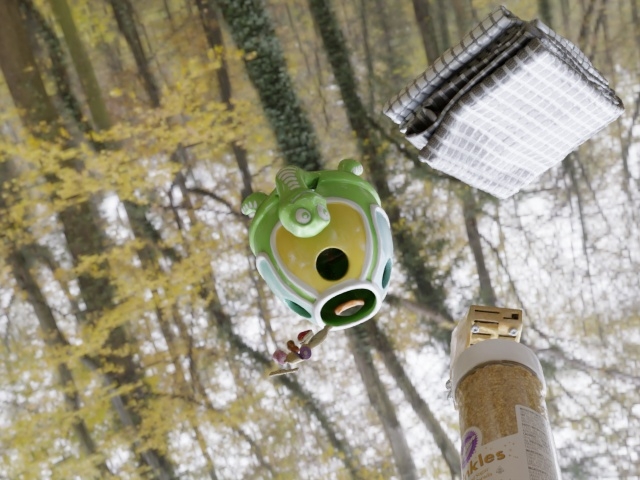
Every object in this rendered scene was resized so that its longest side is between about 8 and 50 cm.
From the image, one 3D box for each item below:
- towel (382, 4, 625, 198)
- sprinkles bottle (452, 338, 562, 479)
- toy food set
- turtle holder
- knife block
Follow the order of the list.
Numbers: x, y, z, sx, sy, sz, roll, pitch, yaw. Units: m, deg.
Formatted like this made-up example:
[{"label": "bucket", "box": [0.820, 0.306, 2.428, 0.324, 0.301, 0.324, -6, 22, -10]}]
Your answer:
[{"label": "towel", "box": [0.266, -0.180, 1.219, 0.235, 0.121, 0.284, -38, 146, 30]}, {"label": "sprinkles bottle", "box": [0.224, 0.268, 1.026, 0.121, 0.121, 0.355, -10, -150, 11]}, {"label": "toy food set", "box": [-0.037, 0.167, 1.365, 0.078, 0.019, 0.122, -16, -161, 32]}, {"label": "turtle holder", "box": [0.016, 0.001, 1.430, 0.243, 0.320, 0.227, -7, -125, -21]}, {"label": "knife block", "box": [0.284, 0.189, 1.567, 0.088, 0.275, 0.242, 5, -153, 1]}]
